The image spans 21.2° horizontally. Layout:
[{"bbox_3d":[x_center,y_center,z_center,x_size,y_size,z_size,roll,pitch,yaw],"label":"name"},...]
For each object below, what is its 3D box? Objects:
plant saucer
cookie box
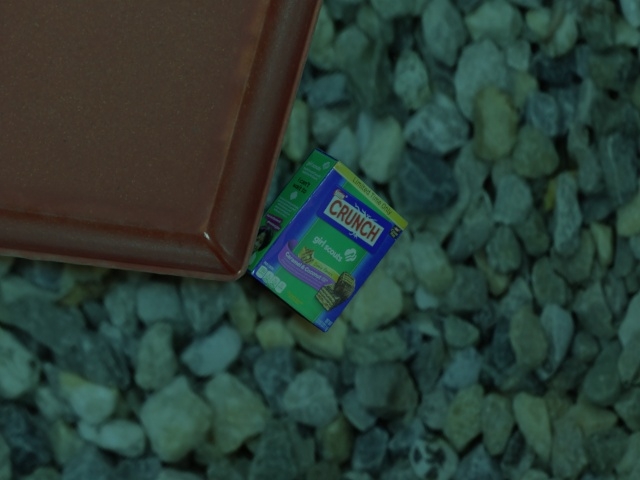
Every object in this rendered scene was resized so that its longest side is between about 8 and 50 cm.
[{"bbox_3d":[-0.136,-0.111,1.150,0.258,0.047,0.259,8,104,-34],"label":"plant saucer"},{"bbox_3d":[0.000,0.000,1.286,0.092,0.040,0.107,40,85,-36],"label":"cookie box"}]
